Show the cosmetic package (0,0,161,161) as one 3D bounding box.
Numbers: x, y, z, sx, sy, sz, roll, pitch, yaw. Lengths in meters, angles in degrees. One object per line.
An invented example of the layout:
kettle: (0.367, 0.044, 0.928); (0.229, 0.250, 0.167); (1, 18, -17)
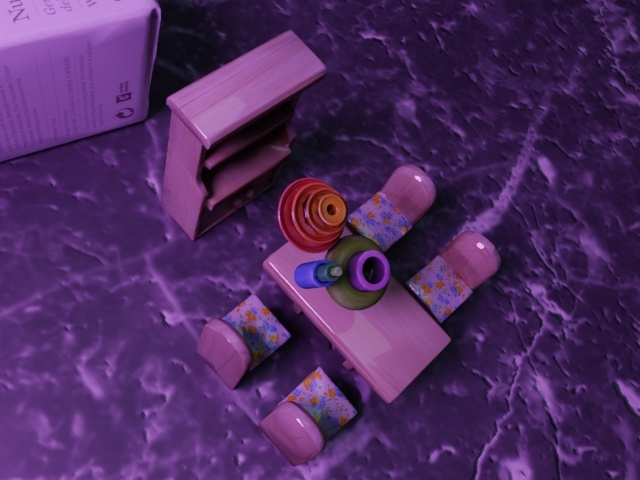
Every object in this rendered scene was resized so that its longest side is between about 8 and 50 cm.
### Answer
cosmetic package: (-0.339, -0.154, 0.469); (0.385, 0.156, 0.217); (-24, 77, -25)

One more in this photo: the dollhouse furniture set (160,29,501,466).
dollhouse furniture set: (0.000, 0.000, 0.494); (0.212, 0.161, 0.242); (-39, 81, -27)

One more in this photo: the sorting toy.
sorting toy: (0.013, 0.006, 0.423); (0.102, 0.042, 0.061); (46, 65, -17)
